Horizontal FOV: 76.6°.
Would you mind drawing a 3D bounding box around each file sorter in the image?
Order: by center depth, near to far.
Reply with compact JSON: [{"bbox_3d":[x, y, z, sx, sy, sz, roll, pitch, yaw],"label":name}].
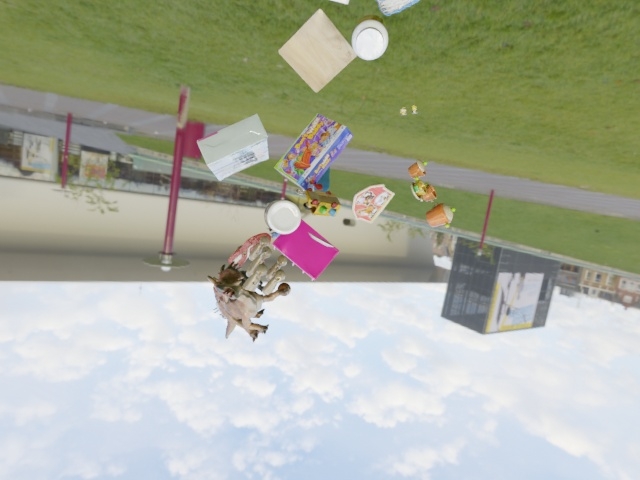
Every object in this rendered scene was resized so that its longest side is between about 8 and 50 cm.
[{"bbox_3d":[-0.085,0.053,2.182,0.291,0.202,0.182,40,167,3],"label":"file sorter"}]

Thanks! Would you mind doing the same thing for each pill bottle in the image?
[{"bbox_3d":[0.188,-0.766,1.535,0.136,0.136,0.245,9,-144,1],"label":"pill bottle"},{"bbox_3d":[-0.161,-0.099,1.642,0.131,0.131,0.229,8,-176,-14],"label":"pill bottle"}]

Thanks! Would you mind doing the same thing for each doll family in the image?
[{"bbox_3d":[-0.235,-0.090,2.248,0.076,0.193,0.111,38,-143,25],"label":"doll family"}]

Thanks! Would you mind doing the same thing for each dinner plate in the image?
[{"bbox_3d":[0.000,0.000,1.924,0.141,0.017,0.141,29,-178,-1],"label":"dinner plate"}]

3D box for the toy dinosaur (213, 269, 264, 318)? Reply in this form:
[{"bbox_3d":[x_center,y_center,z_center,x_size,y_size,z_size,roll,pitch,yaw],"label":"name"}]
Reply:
[{"bbox_3d":[-0.333,0.200,1.773,0.160,0.313,0.121,28,140,-18],"label":"toy dinosaur"}]

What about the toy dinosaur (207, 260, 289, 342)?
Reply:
[{"bbox_3d":[-0.222,0.157,1.055,0.200,0.127,0.296,30,141,-15],"label":"toy dinosaur"}]

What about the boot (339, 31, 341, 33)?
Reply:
[{"bbox_3d":[0.036,-0.984,1.867,0.118,0.042,0.087,19,148,44],"label":"boot"}]

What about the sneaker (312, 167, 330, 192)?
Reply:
[{"bbox_3d":[-0.001,-0.322,2.257,0.087,0.228,0.092,22,145,-15],"label":"sneaker"}]

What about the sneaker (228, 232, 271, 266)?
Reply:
[{"bbox_3d":[-0.322,0.022,1.845,0.221,0.087,0.128,-32,-160,4],"label":"sneaker"}]

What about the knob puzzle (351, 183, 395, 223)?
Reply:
[{"bbox_3d":[0.212,-0.157,1.718,0.213,0.213,0.030,4,-144,-36],"label":"knob puzzle"}]

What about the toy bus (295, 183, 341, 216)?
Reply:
[{"bbox_3d":[-0.011,-0.165,1.857,0.202,0.104,0.191,33,-146,8],"label":"toy bus"}]

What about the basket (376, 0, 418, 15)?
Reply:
[{"bbox_3d":[0.339,-1.067,1.683,0.255,0.201,0.289,-17,179,25],"label":"basket"}]

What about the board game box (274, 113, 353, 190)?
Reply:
[{"bbox_3d":[-0.037,-0.427,1.962,0.233,0.347,0.078,38,179,41],"label":"board game box"}]

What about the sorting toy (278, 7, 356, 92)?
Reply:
[{"bbox_3d":[-0.014,-0.869,1.856,0.257,0.255,0.089,39,-153,-31],"label":"sorting toy"}]

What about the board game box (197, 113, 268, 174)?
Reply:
[{"bbox_3d":[-0.304,-0.327,1.472,0.224,0.097,0.303,-26,-179,-7],"label":"board game box"}]

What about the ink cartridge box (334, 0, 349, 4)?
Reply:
[{"bbox_3d":[-0.054,-0.832,1.283,0.296,0.066,0.261,10,-142,-7],"label":"ink cartridge box"}]

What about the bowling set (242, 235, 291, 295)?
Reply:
[{"bbox_3d":[-0.177,0.112,1.556,0.200,0.154,0.287,27,-150,-21],"label":"bowling set"}]

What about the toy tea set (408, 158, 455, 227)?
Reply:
[{"bbox_3d":[0.512,-0.214,1.831,0.124,0.336,0.200,-26,-169,31],"label":"toy tea set"}]

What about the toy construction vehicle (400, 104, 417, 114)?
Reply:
[{"bbox_3d":[0.447,-0.665,2.062,0.086,0.035,0.098,4,-175,21],"label":"toy construction vehicle"}]
